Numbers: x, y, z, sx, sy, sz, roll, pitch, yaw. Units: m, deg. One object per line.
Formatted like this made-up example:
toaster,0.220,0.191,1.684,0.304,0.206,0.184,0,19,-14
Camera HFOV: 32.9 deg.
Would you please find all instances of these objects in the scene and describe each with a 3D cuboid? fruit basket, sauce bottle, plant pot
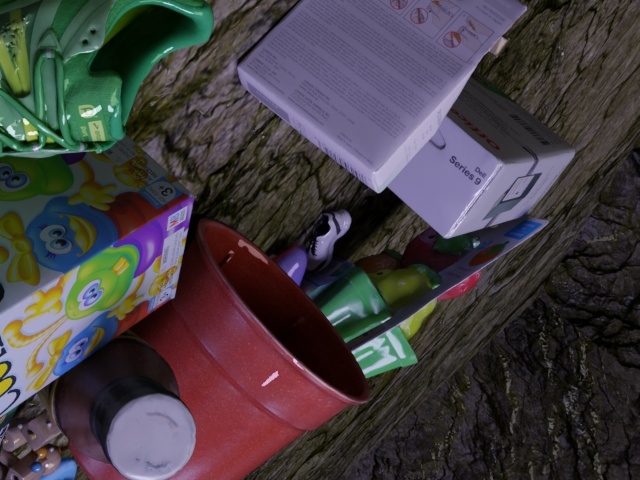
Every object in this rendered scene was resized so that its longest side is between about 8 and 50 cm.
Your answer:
fruit basket,0.120,0.048,1.568,0.353,0.165,0.327,-38,-170,-6
sauce bottle,-0.186,0.132,0.961,0.111,0.111,0.344,-44,-161,-15
plant pot,-0.133,0.162,1.221,0.265,0.272,0.272,-43,163,8

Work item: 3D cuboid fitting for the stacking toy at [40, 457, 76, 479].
stacking toy,-0.284,0.428,1.297,0.175,0.302,0.166,-34,157,-40

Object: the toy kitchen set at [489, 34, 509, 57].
toy kitchen set,0.193,-0.263,1.379,0.083,0.068,0.075,-55,161,18

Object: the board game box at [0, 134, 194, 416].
board game box,-0.251,0.031,0.831,0.275,0.142,0.144,-36,158,-35

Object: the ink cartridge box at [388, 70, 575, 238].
ink cartridge box,0.173,-0.126,1.387,0.121,0.211,0.289,-55,160,24

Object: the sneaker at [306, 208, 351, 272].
sneaker,0.000,0.000,1.528,0.044,0.040,0.109,-2,129,-44

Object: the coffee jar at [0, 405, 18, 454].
coffee jar,-0.329,0.156,1.005,0.096,0.079,0.184,-24,150,-52

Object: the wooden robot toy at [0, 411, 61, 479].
wooden robot toy,-0.319,0.235,1.192,0.079,0.076,0.173,-28,154,-54

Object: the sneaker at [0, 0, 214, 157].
sneaker,-0.194,-0.104,0.722,0.295,0.123,0.109,-42,161,-17

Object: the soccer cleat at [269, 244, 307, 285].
soccer cleat,-0.078,0.118,1.479,0.248,0.095,0.083,-54,161,16

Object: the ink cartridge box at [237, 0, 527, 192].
ink cartridge box,0.060,-0.185,1.053,0.224,0.181,0.056,-47,162,-11
